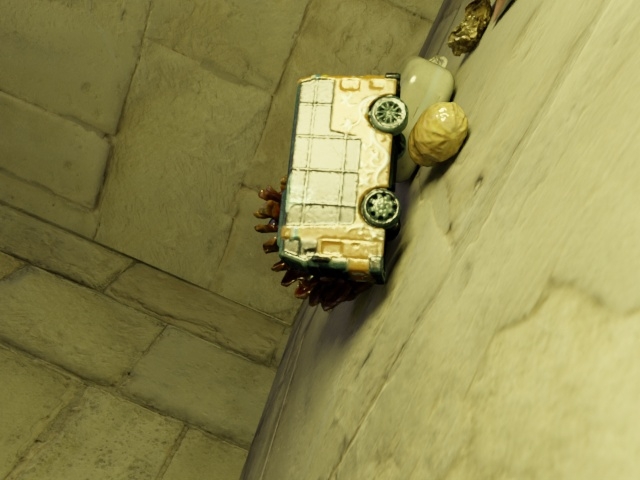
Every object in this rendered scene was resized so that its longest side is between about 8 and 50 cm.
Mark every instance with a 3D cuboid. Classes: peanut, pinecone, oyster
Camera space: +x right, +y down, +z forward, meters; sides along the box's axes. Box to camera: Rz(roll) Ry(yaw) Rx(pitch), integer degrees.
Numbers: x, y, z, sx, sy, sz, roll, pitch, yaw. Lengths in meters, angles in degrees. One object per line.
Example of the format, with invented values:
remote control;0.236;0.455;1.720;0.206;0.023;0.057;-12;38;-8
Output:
peanut;0.174;-0.154;0.795;0.174;0.080;0.080;94;-161;-84
pinecone;0.000;0.000;1.046;0.244;0.309;0.244;-39;21;18
oyster;0.297;-0.425;1.011;0.105;0.056;0.177;-59;-2;-36

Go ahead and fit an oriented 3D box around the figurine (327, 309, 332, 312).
figurine;0.037;0.116;1.535;0.083;0.083;0.187;119;165;-74

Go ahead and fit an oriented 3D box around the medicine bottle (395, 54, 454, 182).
medicine bottle;0.191;-0.282;1.172;0.375;0.123;0.282;-72;5;-69

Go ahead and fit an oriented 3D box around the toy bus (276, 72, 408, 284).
toy bus;0.041;-0.097;0.864;0.162;0.194;0.323;56;-141;-77

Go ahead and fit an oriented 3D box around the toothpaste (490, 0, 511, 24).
toothpaste;0.306;-0.413;0.824;0.194;0.043;0.067;23;-92;-86
